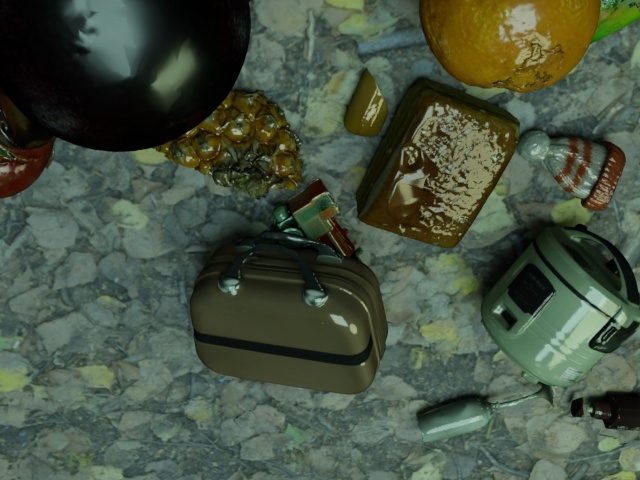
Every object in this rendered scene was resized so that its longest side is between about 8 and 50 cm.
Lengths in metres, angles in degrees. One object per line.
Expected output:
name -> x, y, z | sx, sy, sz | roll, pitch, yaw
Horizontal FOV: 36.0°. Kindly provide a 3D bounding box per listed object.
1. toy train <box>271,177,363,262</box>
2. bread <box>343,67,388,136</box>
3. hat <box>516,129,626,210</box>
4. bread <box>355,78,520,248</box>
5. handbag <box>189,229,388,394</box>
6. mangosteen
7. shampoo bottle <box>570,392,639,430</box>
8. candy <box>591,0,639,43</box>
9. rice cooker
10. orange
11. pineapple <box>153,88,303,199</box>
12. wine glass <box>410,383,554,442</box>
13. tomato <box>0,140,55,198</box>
toy train -> 0.000, 0.000, 1.587 | 0.118, 0.074, 0.176 | -32, 116, 6
bread -> 0.078, -0.205, 1.492 | 0.062, 0.049, 0.103 | 16, 118, -16
hat -> 0.389, -0.125, 1.560 | 0.162, 0.093, 0.112 | 23, 88, -12
bread -> 0.179, -0.114, 1.523 | 0.184, 0.110, 0.234 | 17, 115, -17
handbag -> -0.054, 0.098, 1.522 | 0.302, 0.149, 0.283 | 9, 133, 16
mangosteen -> -0.300, -0.286, 1.221 | 0.435, 0.382, 0.382 | -17, 121, 12
shampoo bottle -> 0.585, 0.324, 1.851 | 0.236, 0.067, 0.068 | 5, 127, -11
candy -> 0.419, -0.345, 1.469 | 0.178, 0.032, 0.102 | -27, 119, 8
rice cooker -> 0.399, 0.103, 1.612 | 0.226, 0.226, 0.244 | 33, 111, -23
orange -> 0.258, -0.321, 1.344 | 0.246, 0.246, 0.246 | -3, 120, -6
pineapple -> -0.117, -0.146, 1.440 | 0.250, 0.164, 0.139 | 16, 108, -12
wine glass -> 0.297, 0.311, 1.807 | 0.262, 0.074, 0.074 | -18, 120, 4
tomato -> -0.492, -0.156, 1.426 | 0.225, 0.085, 0.225 | -2, 117, -4
